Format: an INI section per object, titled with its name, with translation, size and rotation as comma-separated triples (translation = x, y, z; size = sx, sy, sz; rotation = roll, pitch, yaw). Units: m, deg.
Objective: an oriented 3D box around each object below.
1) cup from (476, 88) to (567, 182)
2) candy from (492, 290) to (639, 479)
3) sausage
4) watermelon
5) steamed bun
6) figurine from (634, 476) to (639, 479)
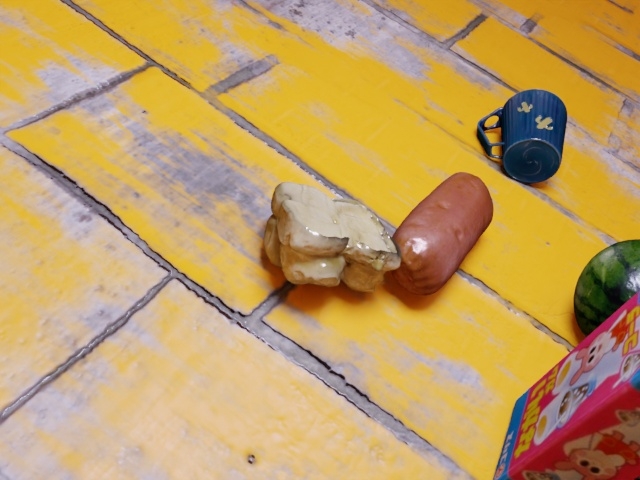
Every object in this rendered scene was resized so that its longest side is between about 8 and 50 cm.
[cup]
translation = 0.399, -0.203, 1.315
size = 0.176, 0.131, 0.155
rotation = 1, 45, 16
[candy]
translation = 0.327, 0.189, 0.756
size = 0.100, 0.306, 0.157
rotation = 33, 43, 3
[sausage]
translation = 0.183, -0.011, 1.022
size = 0.113, 0.114, 0.259
rotation = 37, 43, 11
[watermelon]
translation = 0.483, 0.098, 0.998
size = 0.188, 0.188, 0.215
rotation = 26, 23, -1
[steamed bun]
translation = 0.000, 0.000, 0.932
size = 0.177, 0.106, 0.192
rotation = 10, 31, -36
[figurine]
translation = 0.508, 0.272, 0.912
size = 0.195, 0.114, 0.108
rotation = -23, 62, -31
